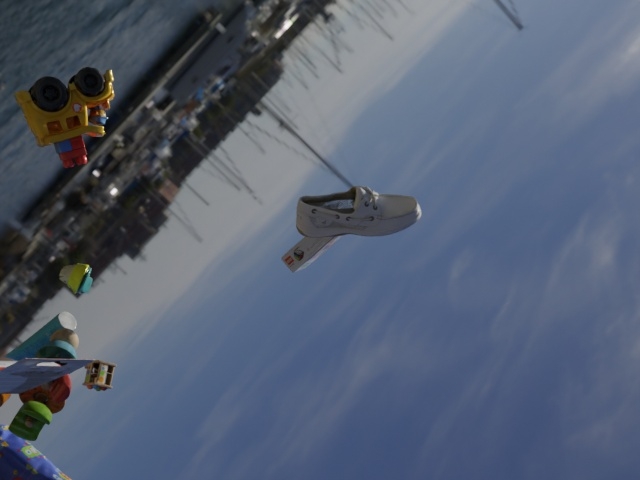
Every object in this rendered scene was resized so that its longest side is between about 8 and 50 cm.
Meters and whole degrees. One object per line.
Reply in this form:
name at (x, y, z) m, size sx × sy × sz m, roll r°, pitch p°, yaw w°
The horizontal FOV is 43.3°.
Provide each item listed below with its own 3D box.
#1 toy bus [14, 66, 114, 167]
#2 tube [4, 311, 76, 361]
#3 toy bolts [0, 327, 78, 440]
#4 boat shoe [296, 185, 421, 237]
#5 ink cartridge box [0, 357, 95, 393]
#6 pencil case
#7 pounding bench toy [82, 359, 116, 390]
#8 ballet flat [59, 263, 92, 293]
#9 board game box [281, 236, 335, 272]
toy bus at (-0.574, -0.285, 1.887) m, size 0.220 × 0.212 × 0.149 m, roll -22°, pitch -170°, yaw -23°
tube at (-0.678, 0.248, 1.962) m, size 0.207 × 0.080 × 0.052 m, roll -37°, pitch -141°, yaw 23°
toy bolts at (-0.609, 0.273, 1.698) m, size 0.228 × 0.218 × 0.159 m, roll -42°, pitch -156°, yaw 30°
boat shoe at (0.085, -0.070, 1.734) m, size 0.276 × 0.096 × 0.098 m, roll -7°, pitch -139°, yaw -8°
ink cartridge box at (-0.462, 0.192, 1.234) m, size 0.179 × 0.045 × 0.145 m, roll -26°, pitch 160°, yaw 24°
pencil case at (-0.672, 0.559, 1.891) m, size 0.119 × 0.306 × 0.133 m, roll -61°, pitch 167°, yaw 12°
pounding bench toy at (-0.531, 0.322, 1.903) m, size 0.083 × 0.052 × 0.065 m, roll -12°, pitch -117°, yaw 41°
ballet flat at (-0.645, 0.099, 2.112) m, size 0.077 × 0.077 × 0.231 m, roll -68°, pitch -171°, yaw -14°
board game box at (0.000, 0.000, 2.152) m, size 0.193 × 0.053 × 0.305 m, roll -41°, pitch 177°, yaw 4°
